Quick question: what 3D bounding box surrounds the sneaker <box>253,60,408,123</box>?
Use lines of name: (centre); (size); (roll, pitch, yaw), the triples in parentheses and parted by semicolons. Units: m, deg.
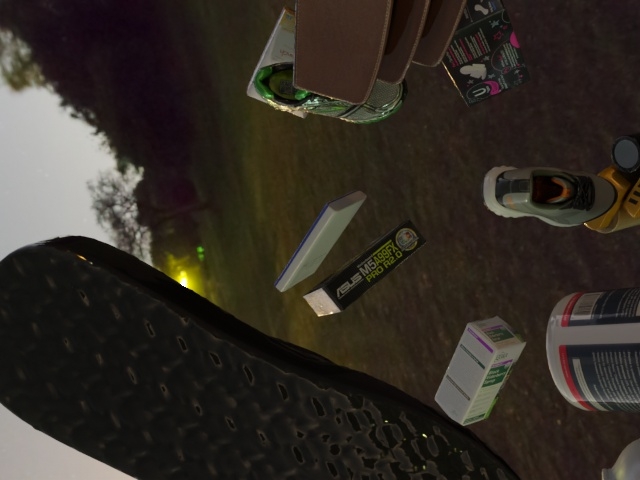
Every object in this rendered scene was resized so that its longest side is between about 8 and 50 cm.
sneaker: (0.018, -0.324, 1.341); (0.146, 0.344, 0.134); (-42, -46, -74)

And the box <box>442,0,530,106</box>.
box: (0.299, -0.408, 1.205); (0.247, 0.142, 0.163); (32, -138, -57)

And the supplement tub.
supplement tub: (0.501, 0.161, 0.913); (0.272, 0.191, 0.191); (-13, 91, 49)

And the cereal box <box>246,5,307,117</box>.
cereal box: (-0.064, -0.448, 1.565); (0.240, 0.173, 0.047); (-59, 25, 30)

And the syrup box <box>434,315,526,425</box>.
syrup box: (0.350, 0.290, 1.360); (0.096, 0.093, 0.236); (48, 133, 42)

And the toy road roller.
toy road roller: (0.843, -0.115, 1.544); (0.329, 0.203, 0.240); (99, 151, -47)

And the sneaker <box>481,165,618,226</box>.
sneaker: (0.407, -0.074, 1.035); (0.108, 0.272, 0.100); (2, 91, 64)

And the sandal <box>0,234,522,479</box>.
sandal: (-0.023, 0.135, 0.433); (0.446, 0.167, 0.107); (34, -168, 2)

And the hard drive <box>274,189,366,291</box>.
hard drive: (0.000, 0.000, 1.810); (0.040, 0.210, 0.318); (41, 121, 13)

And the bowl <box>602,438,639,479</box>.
bowl: (0.553, 0.466, 1.037); (0.298, 0.134, 0.297); (-3, -90, -68)

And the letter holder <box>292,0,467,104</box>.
letter holder: (0.090, -0.342, 0.850); (0.301, 0.215, 0.152); (96, -164, -56)

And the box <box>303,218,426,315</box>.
box: (0.080, 0.064, 1.259); (0.060, 0.216, 0.270); (52, 168, 1)
